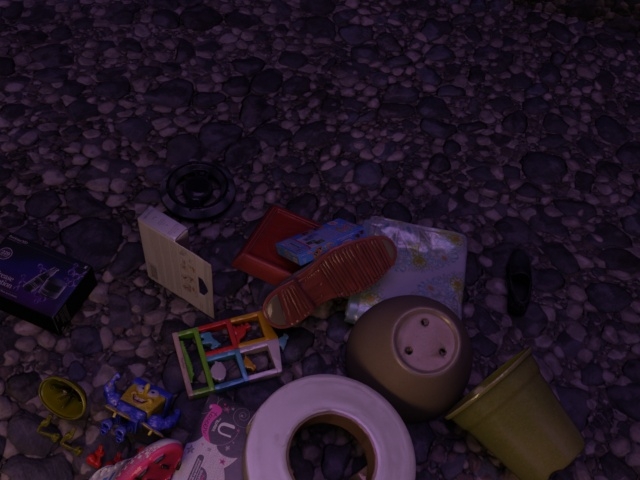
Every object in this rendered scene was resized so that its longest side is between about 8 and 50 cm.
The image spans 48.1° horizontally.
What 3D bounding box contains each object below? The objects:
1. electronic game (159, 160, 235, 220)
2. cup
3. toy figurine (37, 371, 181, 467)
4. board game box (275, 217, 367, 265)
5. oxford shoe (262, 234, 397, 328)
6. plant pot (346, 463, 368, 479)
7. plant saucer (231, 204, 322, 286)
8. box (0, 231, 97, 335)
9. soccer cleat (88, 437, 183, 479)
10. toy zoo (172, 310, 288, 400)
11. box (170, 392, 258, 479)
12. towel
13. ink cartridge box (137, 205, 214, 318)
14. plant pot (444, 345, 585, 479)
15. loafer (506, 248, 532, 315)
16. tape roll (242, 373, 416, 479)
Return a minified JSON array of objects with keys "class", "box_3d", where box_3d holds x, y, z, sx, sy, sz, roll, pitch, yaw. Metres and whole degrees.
[{"class":"electronic game","box_3d":[-0.374,-0.154,2.186,0.229,0.048,0.229,3,54,-5]},{"class":"cup","box_3d":[0.237,0.273,1.774,0.331,0.237,0.331,1,71,-4]},{"class":"toy figurine","box_3d":[-0.472,0.418,1.740,0.363,0.191,0.217,21,25,14]},{"class":"board game box","box_3d":[0.000,0.000,2.007,0.212,0.039,0.160,-23,20,-20]},{"class":"oxford shoe","box_3d":[0.016,0.095,1.935,0.397,0.146,0.140,-26,97,-6]},{"class":"plant pot","box_3d":[0.131,0.569,1.685,0.109,0.096,0.109,-30,62,-24]},{"class":"plant saucer","box_3d":[-0.088,0.018,2.093,0.259,0.047,0.259,23,56,11]},{"class":"box","box_3d":[-0.766,0.113,1.922,0.261,0.103,0.184,20,52,9]},{"class":"soccer cleat","box_3d":[-0.441,0.527,1.569,0.331,0.116,0.143,-48,50,6]},{"class":"toy zoo","box_3d":[-0.225,0.293,1.888,0.293,0.030,0.192,-14,57,-16]},{"class":"box","box_3d":[-0.233,0.509,1.663,0.163,0.142,0.247,18,54,7]},{"class":"towel","box_3d":[0.251,0.106,2.039,0.321,0.090,0.374,12,54,3]},{"class":"ink cartridge box","box_3d":[-0.362,0.062,1.891,0.239,0.275,0.060,30,57,14]},{"class":"plant pot","box_3d":[0.488,0.440,1.736,0.276,0.276,0.254,-33,74,-26]},{"class":"loafer","box_3d":[0.580,0.111,2.074,0.076,0.078,0.223,12,54,2]},{"class":"tape roll","box_3d":[0.018,0.491,1.601,0.392,0.072,0.392,6,57,-9]}]
